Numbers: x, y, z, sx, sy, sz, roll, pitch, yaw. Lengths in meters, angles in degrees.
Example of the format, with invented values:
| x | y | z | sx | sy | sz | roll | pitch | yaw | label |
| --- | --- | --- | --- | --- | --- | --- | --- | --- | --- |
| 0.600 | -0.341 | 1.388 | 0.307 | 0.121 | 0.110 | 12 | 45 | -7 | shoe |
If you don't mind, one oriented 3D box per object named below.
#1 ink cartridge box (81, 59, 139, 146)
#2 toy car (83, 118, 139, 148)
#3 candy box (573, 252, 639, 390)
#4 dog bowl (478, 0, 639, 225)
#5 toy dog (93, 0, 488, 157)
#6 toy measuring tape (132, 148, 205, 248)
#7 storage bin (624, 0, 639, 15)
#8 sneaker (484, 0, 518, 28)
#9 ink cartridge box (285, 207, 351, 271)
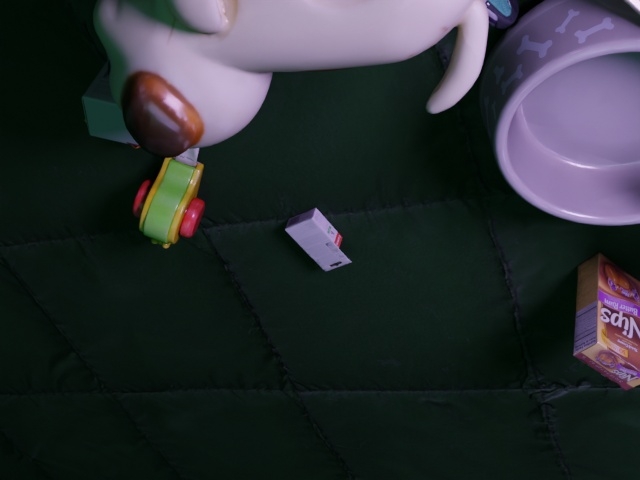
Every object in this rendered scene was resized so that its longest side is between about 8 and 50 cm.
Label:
| x | y | z | sx | sy | sz | roll | pitch | yaw | label |
| --- | --- | --- | --- | --- | --- | --- | --- | --- | --- |
| -0.237 | -0.217 | 1.192 | 0.127 | 0.175 | 0.072 | 13 | 140 | 7 | ink cartridge box |
| -0.315 | -0.190 | 1.364 | 0.122 | 0.060 | 0.040 | 25 | -175 | 18 | toy car |
| 0.444 | 0.121 | 1.283 | 0.109 | 0.186 | 0.053 | 33 | 137 | -15 | candy box |
| 0.374 | -0.153 | 1.061 | 0.349 | 0.102 | 0.348 | 7 | 141 | 6 | dog bowl |
| -0.060 | -0.263 | 0.909 | 0.408 | 0.284 | 0.395 | -29 | 122 | 23 | toy dog |
| -0.238 | -0.091 | 1.368 | 0.121 | 0.121 | 0.330 | 21 | 138 | -2 | toy measuring tape |
| 0.344 | -0.327 | 0.775 | 0.262 | 0.123 | 0.260 | 40 | 177 | -6 | storage bin |
| 0.139 | -0.330 | 1.021 | 0.224 | 0.083 | 0.098 | 43 | 144 | -9 | sneaker |
| 0.000 | 0.000 | 1.437 | 0.063 | 0.029 | 0.115 | -21 | 125 | 35 | ink cartridge box |
